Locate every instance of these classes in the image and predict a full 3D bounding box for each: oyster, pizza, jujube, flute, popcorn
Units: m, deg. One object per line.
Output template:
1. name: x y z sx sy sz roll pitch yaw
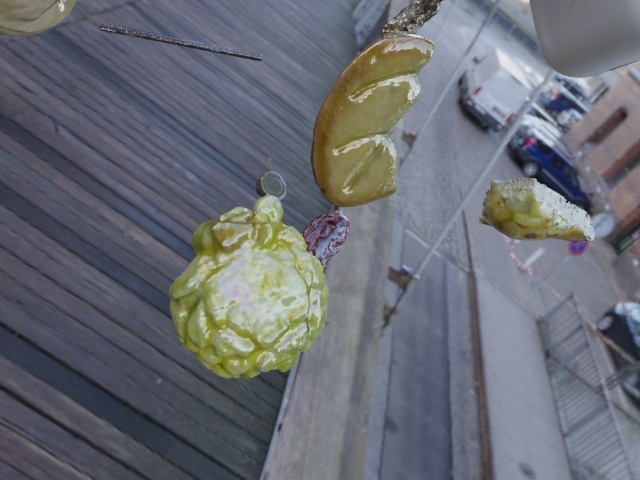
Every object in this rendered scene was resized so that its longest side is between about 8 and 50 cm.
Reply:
1. oyster: 0.222 -0.544 1.711 0.078 0.345 0.128 43 4 -21
2. pizza: 0.331 -0.036 1.158 0.188 0.080 0.204 27 -14 -40
3. jujube: 0.000 0.000 1.227 0.077 0.129 0.077 39 -11 9
4. flute: -0.230 -0.327 1.125 0.270 0.014 0.014 10 33 -5
5. popcorn: -0.107 0.073 0.992 0.259 0.212 0.259 7 73 -22

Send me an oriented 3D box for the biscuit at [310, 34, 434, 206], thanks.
1. biscuit: 0.068 -0.174 1.045 0.154 0.299 0.045 0 39 -14

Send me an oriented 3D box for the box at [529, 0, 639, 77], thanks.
1. box: 0.427 -0.436 1.029 0.141 0.289 0.348 -14 94 -19

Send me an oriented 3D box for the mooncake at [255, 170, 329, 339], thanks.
1. mooncake: -0.048 0.041 1.289 0.150 0.346 0.057 -6 9 -33

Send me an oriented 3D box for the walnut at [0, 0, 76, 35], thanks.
1. walnut: -0.578 -0.541 1.200 0.381 0.381 0.381 31 29 -19
